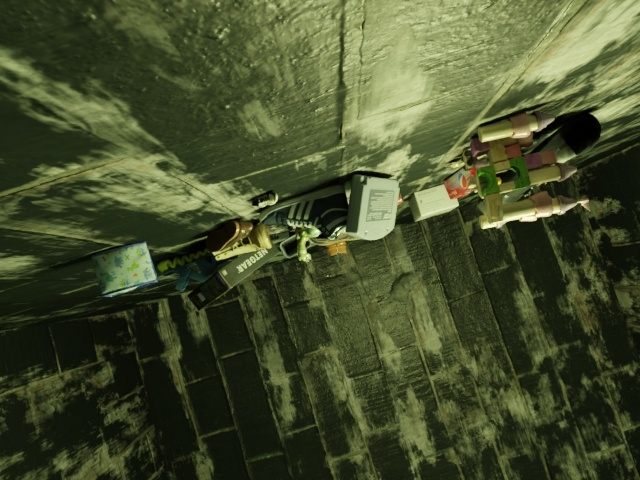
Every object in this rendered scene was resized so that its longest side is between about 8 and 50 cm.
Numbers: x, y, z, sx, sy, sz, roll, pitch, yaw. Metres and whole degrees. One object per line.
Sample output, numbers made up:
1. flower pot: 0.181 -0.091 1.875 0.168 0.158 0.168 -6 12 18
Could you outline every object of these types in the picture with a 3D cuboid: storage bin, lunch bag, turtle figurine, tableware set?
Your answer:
1. storage bin: -0.120 0.015 2.104 0.135 0.098 0.091 -30 -163 -3
2. lunch bag: -0.566 0.083 1.311 0.152 0.128 0.096 -18 176 -7
3. turtle figurine: 0.000 0.000 1.696 0.275 0.197 0.266 25 -175 -11
4. tableware set: 0.516 -0.281 1.533 0.169 0.020 0.141 -21 -179 -16

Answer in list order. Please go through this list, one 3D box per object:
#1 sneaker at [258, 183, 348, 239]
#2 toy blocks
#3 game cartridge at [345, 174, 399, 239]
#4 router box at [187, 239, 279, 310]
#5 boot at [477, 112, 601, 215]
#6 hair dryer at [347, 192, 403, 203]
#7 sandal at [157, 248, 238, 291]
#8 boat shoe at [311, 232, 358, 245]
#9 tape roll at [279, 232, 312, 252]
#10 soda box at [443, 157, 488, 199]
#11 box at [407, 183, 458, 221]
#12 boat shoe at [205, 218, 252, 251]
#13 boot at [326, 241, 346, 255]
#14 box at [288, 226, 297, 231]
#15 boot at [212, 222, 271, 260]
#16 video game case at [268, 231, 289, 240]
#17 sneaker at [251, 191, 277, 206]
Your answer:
1. sneaker: -0.043 -0.059 1.367 0.283 0.153 0.099 -18 174 9
2. toy blocks: 0.581 -0.190 1.268 0.261 0.288 0.309 -12 172 6
3. game cartridge: 0.165 -0.100 1.396 0.060 0.195 0.294 7 -173 29
4. router box: -0.335 0.127 1.748 0.243 0.081 0.309 -35 -177 38
5. boot: 0.786 -0.299 1.598 0.367 0.146 0.445 -49 173 -30
6. hair dryer: 0.198 -0.131 1.785 0.294 0.079 0.224 -15 174 -21
7. sandal: -0.485 0.110 1.821 0.318 0.138 0.126 -18 173 -6
8. boat shoe: 0.105 -0.054 2.020 0.356 0.132 0.130 -21 174 22
9. tape roll: -0.098 0.002 2.265 0.220 0.072 0.219 -16 175 -1
10. soda box: 0.591 -0.242 1.808 0.084 0.092 0.263 -20 174 -8
11. box: 0.525 -0.179 2.109 0.181 0.118 0.182 -17 174 0
12. boat shoe: -0.299 -0.012 1.469 0.073 0.073 0.207 -9 171 -46
13. boot: 0.115 -0.011 2.355 0.197 0.152 0.073 -18 174 7
14. box: -0.092 -0.060 1.925 0.084 0.018 0.067 -15 174 -20
15. boot: -0.286 0.007 1.584 0.204 0.095 0.262 -16 -176 -13
16. video game case: -0.318 0.029 2.038 0.249 0.035 0.275 -11 172 -45
17. sneaker: -0.150 -0.106 1.200 0.083 0.031 0.037 -22 173 39
